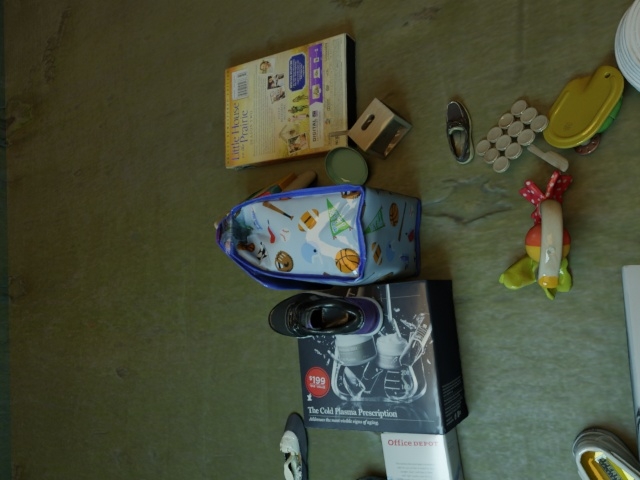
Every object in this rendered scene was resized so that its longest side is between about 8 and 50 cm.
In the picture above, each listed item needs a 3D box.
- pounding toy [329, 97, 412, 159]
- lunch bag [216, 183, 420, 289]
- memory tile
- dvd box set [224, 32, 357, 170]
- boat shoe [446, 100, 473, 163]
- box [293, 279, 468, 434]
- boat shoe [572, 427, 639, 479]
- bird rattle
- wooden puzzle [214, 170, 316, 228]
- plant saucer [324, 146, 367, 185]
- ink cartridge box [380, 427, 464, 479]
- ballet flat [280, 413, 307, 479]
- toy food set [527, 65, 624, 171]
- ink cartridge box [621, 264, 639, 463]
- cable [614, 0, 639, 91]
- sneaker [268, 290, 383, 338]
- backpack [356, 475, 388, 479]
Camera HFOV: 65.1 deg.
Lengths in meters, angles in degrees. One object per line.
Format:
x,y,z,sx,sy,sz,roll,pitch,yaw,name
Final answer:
0.123,-0.269,1.226,0.141,0.130,0.100,-50,63,20,pounding toy
0.000,0.000,1.173,0.385,0.327,0.239,1,87,31,lunch bag
0.412,-0.226,1.086,0.148,0.012,0.113,-50,38,21,memory tile
-0.095,-0.374,1.412,0.419,0.062,0.308,-4,85,32,dvd box set
0.317,-0.253,1.149,0.056,0.049,0.153,-18,77,31,boat shoe
0.132,0.260,1.156,0.342,0.178,0.313,-10,80,31,box
0.588,0.505,0.863,0.136,0.156,0.367,-45,65,22,boat shoe
0.447,-0.007,0.973,0.142,0.207,0.254,12,103,14,bird rattle
-0.148,-0.117,1.344,0.238,0.221,0.044,-18,108,28,wooden puzzle
0.069,-0.190,1.291,0.119,0.021,0.120,15,129,19,plant saucer
0.234,0.526,1.124,0.154,0.093,0.213,-13,81,30,ink cartridge box
-0.072,0.569,1.328,0.074,0.074,0.204,-10,81,31,ballet flat
0.529,-0.238,1.012,0.218,0.071,0.128,-58,33,11,toy food set
0.560,0.268,0.739,0.166,0.285,0.395,-6,57,31,ink cartridge box
0.670,-0.369,0.890,0.257,0.089,0.257,-37,68,13,cable
-0.017,0.158,1.080,0.283,0.124,0.108,-9,79,32,sneaker
0.119,0.607,1.186,0.114,0.105,0.084,-9,75,39,backpack
